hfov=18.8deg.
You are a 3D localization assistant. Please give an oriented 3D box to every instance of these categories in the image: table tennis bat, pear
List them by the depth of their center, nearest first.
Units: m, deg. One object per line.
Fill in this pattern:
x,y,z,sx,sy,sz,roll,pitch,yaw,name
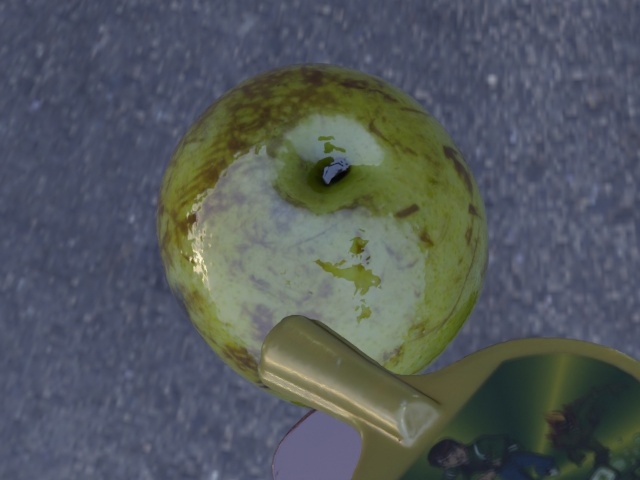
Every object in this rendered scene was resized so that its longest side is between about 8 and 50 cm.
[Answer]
0.075,0.118,1.094,0.198,0.321,0.050,-44,132,-17,table tennis bat
0.000,0.000,1.556,0.283,0.283,0.284,2,121,4,pear
0.023,0.174,1.733,0.156,0.013,0.087,-45,111,-4,table tennis bat
